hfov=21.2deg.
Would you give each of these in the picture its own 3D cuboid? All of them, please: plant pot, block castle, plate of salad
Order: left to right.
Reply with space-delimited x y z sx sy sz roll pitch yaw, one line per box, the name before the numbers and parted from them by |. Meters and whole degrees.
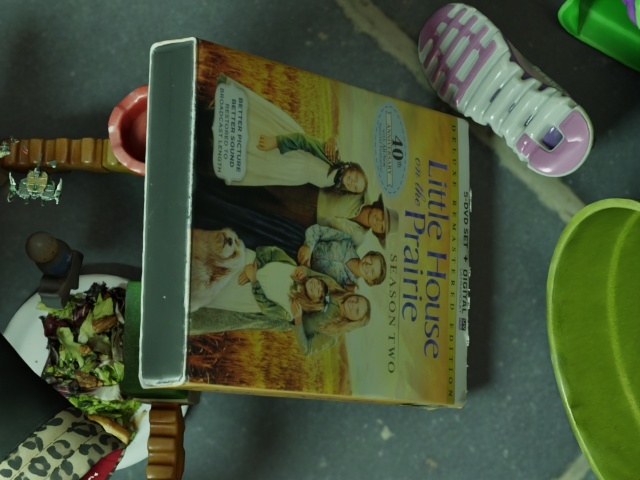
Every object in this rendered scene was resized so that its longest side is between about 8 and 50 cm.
block castle | -0.263 0.085 1.581 0.303 0.213 0.453 2 80 9
plate of salad | -0.225 0.132 1.708 0.199 0.048 0.200 1 82 -8
plant pot | 0.473 0.093 1.693 0.353 0.366 0.366 -16 85 -22

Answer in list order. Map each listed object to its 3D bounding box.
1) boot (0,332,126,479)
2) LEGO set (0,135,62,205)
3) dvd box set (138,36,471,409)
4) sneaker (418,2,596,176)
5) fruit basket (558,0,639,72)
boot | -0.370 0.200 1.382 0.284 0.138 0.377 39 69 10
LEGO set | -0.257 -0.056 1.511 0.054 0.023 0.083 -24 63 -12
dvd box set | 0.000 0.000 1.621 0.420 0.062 0.308 12 77 -50
sneaker | 0.202 -0.154 1.797 0.236 0.104 0.095 46 109 20
fruit basket | 0.436 -0.183 1.732 0.392 0.283 0.392 6 68 -14
